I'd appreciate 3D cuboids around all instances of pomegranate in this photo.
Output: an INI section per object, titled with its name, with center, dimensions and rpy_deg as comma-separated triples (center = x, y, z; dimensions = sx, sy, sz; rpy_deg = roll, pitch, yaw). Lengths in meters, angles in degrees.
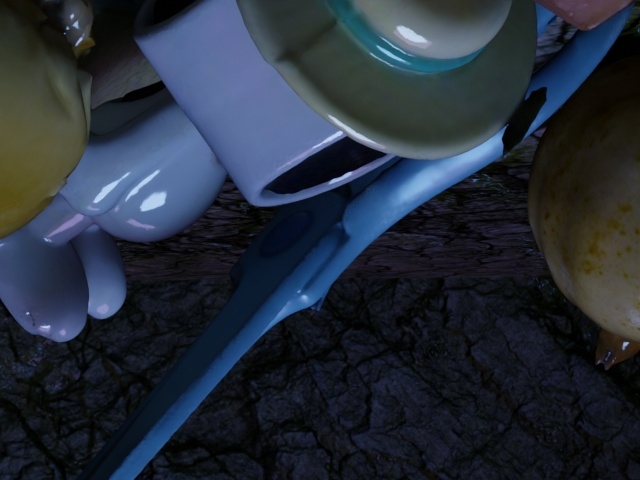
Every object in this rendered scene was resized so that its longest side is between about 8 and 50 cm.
[pomegranate]
center = 0.236, -0.027, 1.084
dimensions = 0.207, 0.207, 0.207
rpy_deg = -3, 174, 0

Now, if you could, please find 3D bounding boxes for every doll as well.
[doll]
center = -0.036, -0.048, 0.695
dimensions = 0.271, 0.144, 0.208
rpy_deg = -35, -178, 10

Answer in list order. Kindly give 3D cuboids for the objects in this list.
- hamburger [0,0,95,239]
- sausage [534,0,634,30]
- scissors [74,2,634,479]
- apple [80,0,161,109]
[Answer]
[hamburger]
center = -0.238, -0.075, 0.545
dimensions = 0.304, 0.174, 0.284
rpy_deg = -9, 166, 31
[sausage]
center = 0.038, -0.128, 0.521
dimensions = 0.065, 0.065, 0.169
rpy_deg = -8, 153, 45
[scissors]
center = 0.000, 0.000, 0.741
dimensions = 0.032, 0.393, 0.180
rpy_deg = 49, 156, -19
[apple]
center = -0.169, -0.077, 0.817
dimensions = 0.193, 0.120, 0.265
rpy_deg = -36, 166, 17
